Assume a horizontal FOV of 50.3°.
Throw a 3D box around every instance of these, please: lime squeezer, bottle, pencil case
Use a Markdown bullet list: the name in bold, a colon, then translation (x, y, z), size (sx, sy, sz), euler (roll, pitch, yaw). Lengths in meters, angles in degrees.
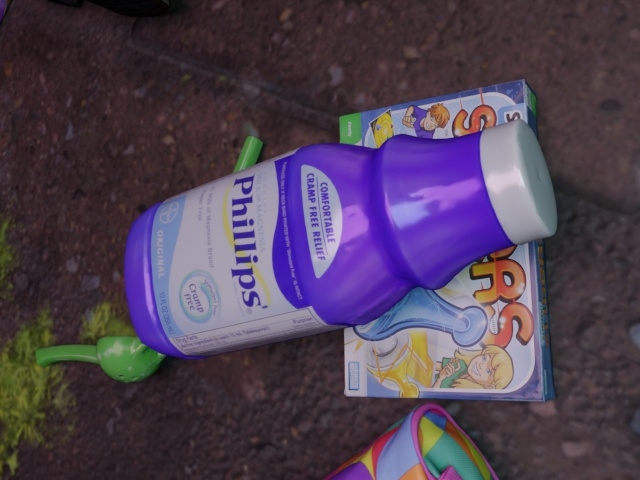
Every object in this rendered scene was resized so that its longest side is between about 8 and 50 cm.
- **lime squeezer**: translation (-0.139, 0.051, 0.583), size (0.310, 0.059, 0.110), euler (-43, 33, 19)
- **bottle**: translation (0.000, 0.000, 0.434), size (0.282, 0.092, 0.118), euler (-15, 74, 30)
- **pencil case**: translation (0.008, 0.205, 0.442), size (0.236, 0.104, 0.104), euler (-42, 65, 17)

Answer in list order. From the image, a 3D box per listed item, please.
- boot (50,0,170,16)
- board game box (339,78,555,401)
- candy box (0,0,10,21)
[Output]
- **boot**: translation (-0.215, -0.279, 0.645), size (0.219, 0.082, 0.106), euler (20, 96, 32)
- **board game box**: translation (0.081, 0.004, 0.463), size (0.136, 0.035, 0.201), euler (-7, 80, 29)
- **candy box**: translation (-0.366, -0.325, 0.721), size (0.053, 0.109, 0.187), euler (35, 100, 28)
